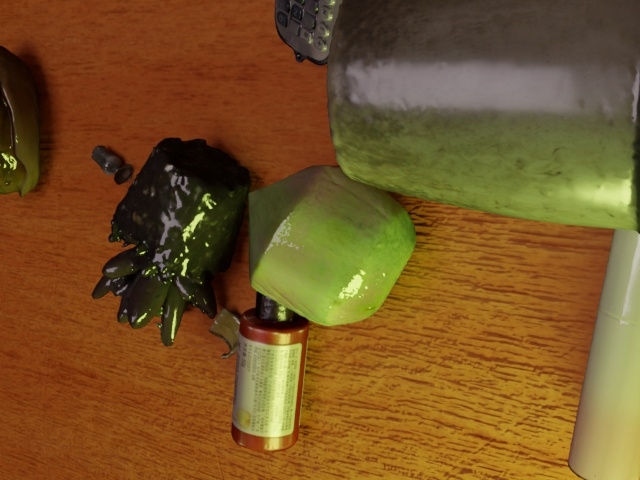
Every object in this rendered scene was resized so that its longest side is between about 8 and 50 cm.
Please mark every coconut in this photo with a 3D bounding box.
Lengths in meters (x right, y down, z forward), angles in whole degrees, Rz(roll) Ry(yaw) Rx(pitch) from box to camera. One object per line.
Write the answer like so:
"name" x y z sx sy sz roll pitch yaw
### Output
"coconut" 0.000 0.000 1.538 0.236 0.236 0.204 24 74 38

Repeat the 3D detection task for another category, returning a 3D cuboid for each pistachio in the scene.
"pistachio" -0.598 -0.213 2.085 0.197 0.166 0.288 -137 47 -58

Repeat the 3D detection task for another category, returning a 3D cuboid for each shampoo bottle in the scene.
"shampoo bottle" -0.072 0.169 1.703 0.104 0.104 0.278 20 111 39

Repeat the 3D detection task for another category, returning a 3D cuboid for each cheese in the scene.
"cheese" -0.139 0.156 1.807 0.060 0.041 0.084 -53 44 28

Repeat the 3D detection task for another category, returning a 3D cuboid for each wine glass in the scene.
"wine glass" -0.357 -0.133 1.958 0.083 0.039 0.042 41 126 35

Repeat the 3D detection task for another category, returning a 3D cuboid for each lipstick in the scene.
"lipstick" 0.353 0.118 1.305 0.087 0.087 0.326 22 113 38

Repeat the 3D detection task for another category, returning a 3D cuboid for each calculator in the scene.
"calculator" -0.004 -0.368 1.554 0.177 0.040 0.268 44 128 44

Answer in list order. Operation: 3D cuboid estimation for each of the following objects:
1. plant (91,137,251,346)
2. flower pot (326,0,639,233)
"plant" -0.238 0.001 1.778 0.194 0.182 0.320 43 119 32
"flower pot" 0.190 -0.165 1.185 0.330 0.293 0.293 6 104 17
